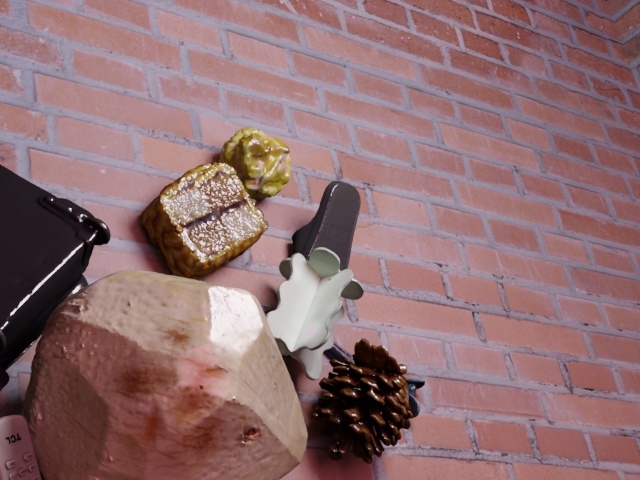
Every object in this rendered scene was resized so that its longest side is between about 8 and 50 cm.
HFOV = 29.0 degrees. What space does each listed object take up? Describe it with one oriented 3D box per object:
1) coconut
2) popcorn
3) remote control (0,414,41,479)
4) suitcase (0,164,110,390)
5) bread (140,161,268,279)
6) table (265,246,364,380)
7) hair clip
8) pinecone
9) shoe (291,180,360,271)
[{"bbox_3d":[-0.215,0.240,1.797,0.415,0.415,0.345,45,25,-7],"label":"coconut"},{"bbox_3d":[-0.123,-0.149,2.394,0.125,0.126,0.145,-39,112,-25],"label":"popcorn"},{"bbox_3d":[-0.411,0.333,1.681,0.087,0.029,0.190,-10,86,-70],"label":"remote control"},{"bbox_3d":[-0.533,0.033,1.816,0.339,0.188,0.345,32,41,4],"label":"suitcase"},{"bbox_3d":[-0.214,-0.035,2.247,0.181,0.096,0.222,53,43,3],"label":"bread"},{"bbox_3d":[-0.026,0.137,2.235,0.166,0.166,0.198,37,46,-16],"label":"table"},{"bbox_3d":[0.084,0.239,2.357,0.275,0.048,0.083,34,48,-18],"label":"hair clip"},{"bbox_3d":[0.076,0.298,2.209,0.185,0.168,0.212,53,40,-22],"label":"pinecone"},{"bbox_3d":[0.000,0.000,2.416,0.108,0.093,0.241,25,79,-38],"label":"shoe"}]
